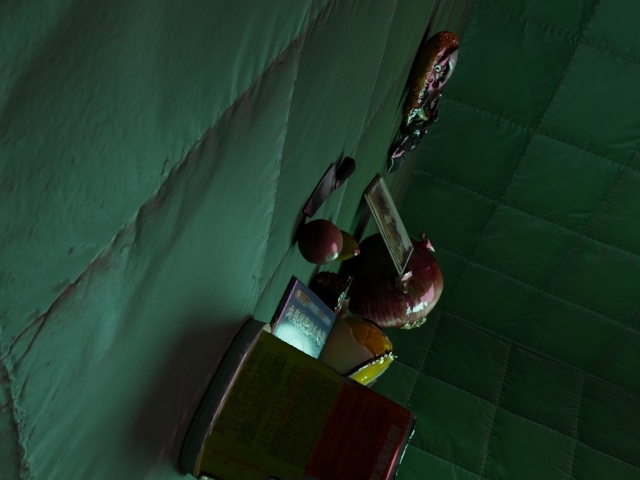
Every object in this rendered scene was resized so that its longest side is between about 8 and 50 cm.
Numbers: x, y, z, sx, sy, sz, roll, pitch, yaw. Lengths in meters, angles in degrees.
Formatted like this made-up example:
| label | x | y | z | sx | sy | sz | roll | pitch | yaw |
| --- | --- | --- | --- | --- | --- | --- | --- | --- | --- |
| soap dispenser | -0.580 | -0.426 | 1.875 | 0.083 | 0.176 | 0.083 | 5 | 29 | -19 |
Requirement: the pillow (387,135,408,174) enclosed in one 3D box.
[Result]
| label | x | y | z | sx | sy | sz | roll | pitch | yaw |
| --- | --- | --- | --- | --- | --- | --- | --- | --- | --- |
| pillow | 0.246 | -0.271 | 2.204 | 0.136 | 0.055 | 0.091 | 97 | 3 | -69 |

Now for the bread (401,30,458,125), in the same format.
| label | x | y | z | sx | sy | sz | roll | pitch | yaw |
| --- | --- | --- | --- | --- | --- | --- | --- | --- | --- |
| bread | 0.293 | -0.445 | 1.898 | 0.139 | 0.095 | 0.269 | -15 | 139 | -45 |

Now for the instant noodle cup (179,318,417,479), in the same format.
| label | x | y | z | sx | sy | sz | roll | pitch | yaw |
| --- | --- | --- | --- | --- | --- | --- | --- | --- | --- |
| instant noodle cup | -0.024 | 0.315 | 1.124 | 0.294 | 0.307 | 0.294 | 22 | 90 | -82 |

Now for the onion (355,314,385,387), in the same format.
| label | x | y | z | sx | sy | sz | roll | pitch | yaw |
| --- | --- | --- | --- | --- | --- | --- | --- | --- | --- |
| onion | 0.069 | 0.359 | 2.082 | 0.314 | 0.232 | 0.314 | -44 | 161 | -19 |

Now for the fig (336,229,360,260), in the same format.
| label | x | y | z | sx | sy | sz | roll | pitch | yaw |
| --- | --- | --- | --- | --- | --- | --- | --- | --- | --- |
| fig | 0.048 | 0.014 | 1.561 | 0.074 | 0.087 | 0.074 | -42 | 139 | -52 |

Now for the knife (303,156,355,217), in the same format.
| label | x | y | z | sx | sy | sz | roll | pitch | yaw |
| --- | --- | --- | --- | --- | --- | --- | --- | --- | --- |
| knife | 0.014 | -0.105 | 1.262 | 0.230 | 0.028 | 0.060 | -53 | 152 | -50 |

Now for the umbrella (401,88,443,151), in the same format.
| label | x | y | z | sx | sy | sz | roll | pitch | yaw |
| --- | --- | --- | --- | --- | --- | --- | --- | --- | --- |
| umbrella | 0.313 | -0.383 | 2.150 | 0.358 | 0.106 | 0.113 | 95 | 16 | -66 |

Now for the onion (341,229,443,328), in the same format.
| label | x | y | z | sx | sy | sz | roll | pitch | yaw |
| --- | --- | --- | --- | --- | --- | --- | --- | --- | --- |
| onion | 0.236 | 0.121 | 2.268 | 0.353 | 0.353 | 0.354 | 23 | 90 | -82 |

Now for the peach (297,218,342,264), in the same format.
| label | x | y | z | sx | sy | sz | roll | pitch | yaw |
| --- | --- | --- | --- | --- | --- | --- | --- | --- | --- |
| peach | -0.001 | 0.002 | 1.225 | 0.083 | 0.083 | 0.083 | 23 | 90 | -82 |

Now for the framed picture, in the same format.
| label | x | y | z | sx | sy | sz | roll | pitch | yaw |
| --- | --- | --- | --- | --- | --- | --- | --- | --- | --- |
| framed picture | 0.208 | -0.052 | 2.056 | 0.275 | 0.017 | 0.217 | 64 | 24 | -15 |

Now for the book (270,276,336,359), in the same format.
| label | x | y | z | sx | sy | sz | roll | pitch | yaw |
| --- | --- | --- | --- | --- | --- | --- | --- | --- | --- |
| book | -0.074 | 0.257 | 1.398 | 0.323 | 0.018 | 0.228 | -65 | 151 | -15 |

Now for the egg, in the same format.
| label | x | y | z | sx | sy | sz | roll | pitch | yaw |
| --- | --- | --- | --- | --- | --- | --- | --- | --- | --- |
| egg | 0.023 | 0.311 | 1.792 | 0.336 | 0.201 | 0.337 | -29 | 156 | -14 |

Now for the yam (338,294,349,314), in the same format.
| label | x | y | z | sx | sy | sz | roll | pitch | yaw |
| --- | --- | --- | --- | --- | --- | --- | --- | --- | --- |
| yam | 0.038 | 0.236 | 2.162 | 0.078 | 0.078 | 0.179 | -55 | 163 | -57 |

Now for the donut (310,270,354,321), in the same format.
| label | x | y | z | sx | sy | sz | roll | pitch | yaw |
| --- | --- | --- | --- | --- | --- | --- | --- | --- | --- |
| donut | -0.008 | 0.171 | 1.637 | 0.217 | 0.085 | 0.141 | -53 | 165 | -57 |
